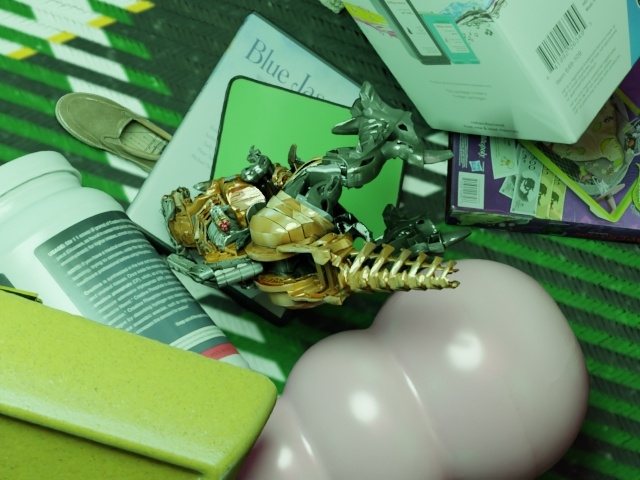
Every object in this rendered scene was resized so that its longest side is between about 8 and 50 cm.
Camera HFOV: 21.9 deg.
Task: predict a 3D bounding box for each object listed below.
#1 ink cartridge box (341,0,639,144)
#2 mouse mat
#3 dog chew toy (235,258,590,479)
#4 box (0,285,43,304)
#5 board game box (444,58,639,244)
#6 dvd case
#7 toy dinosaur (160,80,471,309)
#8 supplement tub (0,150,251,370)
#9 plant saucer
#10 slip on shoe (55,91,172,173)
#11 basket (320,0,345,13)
[{"bbox_3d":[0.148,-0.254,1.469,0.198,0.197,0.270,-51,123,-20],"label":"ink cartridge box"},{"bbox_3d":[-0.010,-0.063,1.556,0.190,0.007,0.152,15,73,-17],"label":"mouse mat"},{"bbox_3d":[0.061,0.153,1.428,0.332,0.206,0.206,-26,75,-7],"label":"dog chew toy"},{"bbox_3d":[-0.373,0.172,1.318,0.257,0.079,0.322,12,113,-1],"label":"box"},{"bbox_3d":[0.233,-0.172,1.644,0.208,0.056,0.346,5,70,-1],"label":"board game box"},{"bbox_3d":[-0.050,-0.070,1.557,0.180,0.022,0.253,33,68,-11],"label":"dvd case"},{"bbox_3d":[0.000,0.000,1.389,0.218,0.164,0.322,-29,50,-30],"label":"toy dinosaur"},{"bbox_3d":[-0.205,0.078,1.416,0.191,0.191,0.272,-36,78,-18],"label":"supplement tub"},{"bbox_3d":[-0.232,0.216,1.254,0.333,0.081,0.332,20,107,-26],"label":"plant saucer"},{"bbox_3d":[-0.188,-0.104,1.565,0.135,0.041,0.051,32,69,5],"label":"slip on shoe"},{"bbox_3d":[0.024,-0.312,1.606,0.103,0.167,0.113,40,70,1],"label":"basket"}]
